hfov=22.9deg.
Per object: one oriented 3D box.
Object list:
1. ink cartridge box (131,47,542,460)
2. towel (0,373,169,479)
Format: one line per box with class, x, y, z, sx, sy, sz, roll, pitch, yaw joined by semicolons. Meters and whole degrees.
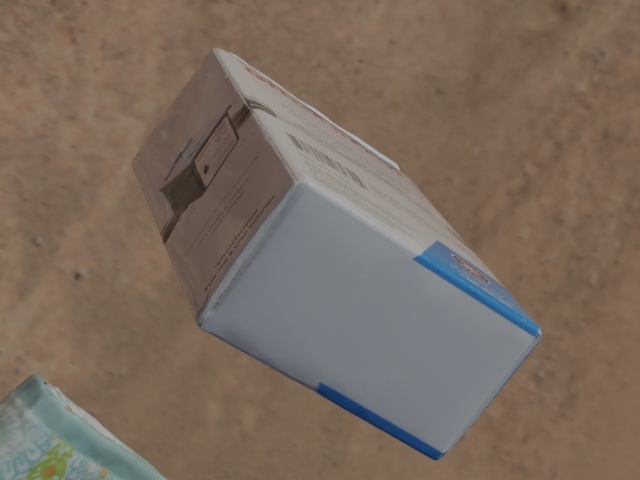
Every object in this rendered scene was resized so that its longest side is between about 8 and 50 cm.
ink cartridge box;0.000;0.000;0.741;0.140;0.190;0.082;32;100;-25
towel;-0.314;0.329;1.658;0.320;0.090;0.374;-46;145;-7
